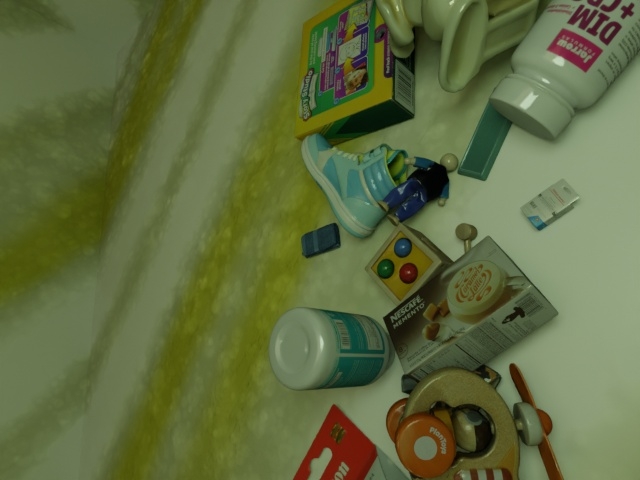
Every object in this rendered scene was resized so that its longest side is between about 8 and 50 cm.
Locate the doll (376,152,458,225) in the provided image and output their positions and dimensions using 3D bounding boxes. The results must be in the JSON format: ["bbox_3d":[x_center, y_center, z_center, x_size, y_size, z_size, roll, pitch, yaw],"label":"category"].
[{"bbox_3d":[0.209,-0.117,0.863,0.189,0.129,0.046,-38,12,-1],"label":"doll"}]

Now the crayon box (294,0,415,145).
[{"bbox_3d":[0.084,-0.453,1.077,0.313,0.106,0.362,-8,72,43],"label":"crayon box"}]

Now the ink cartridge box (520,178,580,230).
[{"bbox_3d":[0.402,-0.062,0.723,0.083,0.028,0.048,-41,54,27],"label":"ink cartridge box"}]

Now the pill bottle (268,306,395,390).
[{"bbox_3d":[0.038,0.215,0.818,0.146,0.264,0.146,-15,67,40],"label":"pill bottle"}]

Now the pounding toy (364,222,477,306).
[{"bbox_3d":[0.216,0.042,0.820,0.206,0.094,0.181,-54,49,18],"label":"pounding toy"}]

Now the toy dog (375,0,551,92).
[{"bbox_3d":[0.207,-0.532,0.780,0.285,0.395,0.408,-35,52,-3],"label":"toy dog"}]

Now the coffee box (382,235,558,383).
[{"bbox_3d":[0.246,0.131,0.720,0.246,0.098,0.141,-42,30,19],"label":"coffee box"}]

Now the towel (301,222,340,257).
[{"bbox_3d":[0.000,0.000,1.078,0.120,0.029,0.067,-21,65,38],"label":"towel"}]

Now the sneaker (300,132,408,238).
[{"bbox_3d":[0.091,-0.184,0.985,0.208,0.127,0.319,-44,62,28],"label":"sneaker"}]

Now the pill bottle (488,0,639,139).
[{"bbox_3d":[0.426,-0.322,0.684,0.283,0.160,0.160,-56,48,16],"label":"pill bottle"}]

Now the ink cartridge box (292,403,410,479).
[{"bbox_3d":[0.060,0.576,0.818,0.385,0.091,0.308,34,102,42],"label":"ink cartridge box"}]

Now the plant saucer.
[{"bbox_3d":[0.340,-0.218,0.833,0.067,0.018,0.192,28,99,44],"label":"plant saucer"}]

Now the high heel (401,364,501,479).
[{"bbox_3d":[0.241,0.346,0.713,0.186,0.093,0.261,-25,58,36],"label":"high heel"}]

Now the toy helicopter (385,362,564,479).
[{"bbox_3d":[0.279,0.352,0.625,0.235,0.140,0.355,-34,80,-4],"label":"toy helicopter"}]
